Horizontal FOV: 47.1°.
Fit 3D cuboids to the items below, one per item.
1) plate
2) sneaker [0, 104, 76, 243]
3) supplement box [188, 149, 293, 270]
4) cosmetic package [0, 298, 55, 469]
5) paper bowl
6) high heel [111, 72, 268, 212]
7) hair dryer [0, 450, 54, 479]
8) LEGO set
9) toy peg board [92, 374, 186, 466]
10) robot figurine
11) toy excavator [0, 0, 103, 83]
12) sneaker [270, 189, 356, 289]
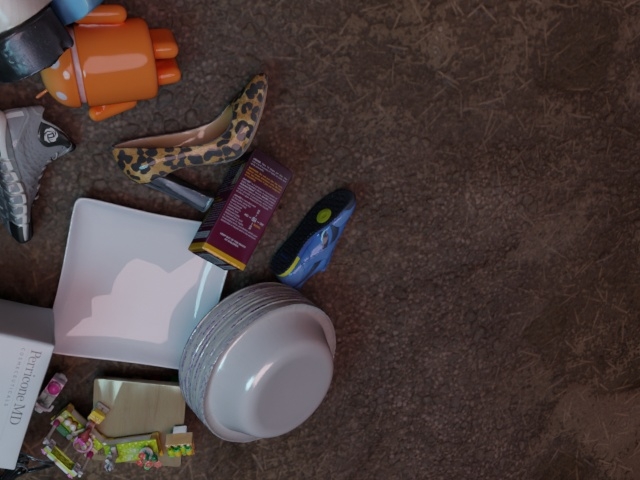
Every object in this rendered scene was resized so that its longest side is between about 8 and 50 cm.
[{"bbox_3d":[-0.310,0.079,1.275,0.278,0.045,0.277,11,102,-20],"label":"plate"},{"bbox_3d":[-0.443,-0.108,1.158,0.132,0.086,0.228,-26,135,-36],"label":"sneaker"},{"bbox_3d":[-0.134,-0.049,1.228,0.081,0.104,0.188,31,77,-20],"label":"supplement box"},{"bbox_3d":[-0.603,0.177,1.058,0.385,0.156,0.217,15,99,-22],"label":"cosmetic package"},{"bbox_3d":[-0.091,0.227,1.286,0.284,0.148,0.284,-22,128,-32],"label":"paper bowl"},{"bbox_3d":[-0.210,-0.190,1.198,0.186,0.093,0.261,27,102,-24],"label":"high heel"},{"bbox_3d":[-0.573,0.392,1.237,0.293,0.080,0.223,5,123,3],"label":"hair dryer"},{"bbox_3d":[-0.362,0.347,1.250,0.287,0.107,0.132,27,103,-8],"label":"LEGO set"},{"bbox_3d":[-0.324,0.315,1.339,0.161,0.079,0.161,6,105,-3],"label":"toy peg board"},{"bbox_3d":[-0.327,-0.268,1.117,0.219,0.158,0.128,-10,80,-15],"label":"robot figurine"},{"bbox_3d":[-0.345,-0.418,0.980,0.433,0.445,0.222,-8,129,30],"label":"toy excavator"},{"bbox_3d":[0.000,0.000,1.344,0.209,0.069,0.082,-50,129,1],"label":"sneaker"}]
